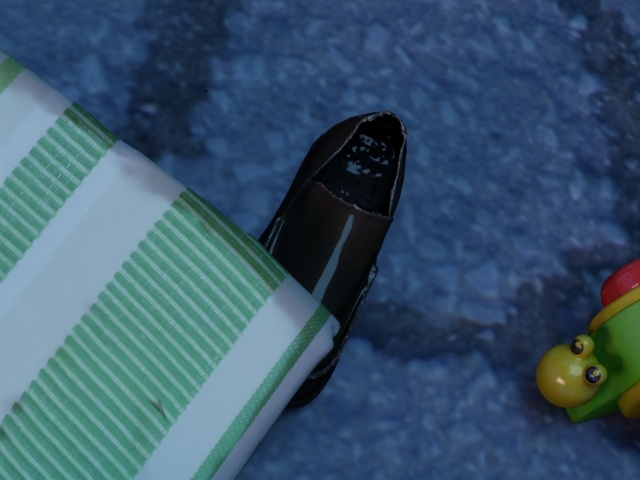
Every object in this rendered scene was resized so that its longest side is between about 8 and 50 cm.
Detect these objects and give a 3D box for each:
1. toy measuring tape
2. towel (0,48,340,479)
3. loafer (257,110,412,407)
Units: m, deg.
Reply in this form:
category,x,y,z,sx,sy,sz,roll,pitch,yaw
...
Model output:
category,x,y,z,sx,sy,sz,roll,pitch,yaw
toy measuring tape,0.287,0.051,1.109,0.330,0.121,0.121,-12,68,-26
towel,-0.178,0.041,0.953,0.325,0.038,0.248,36,72,2
loafer,0.000,0.000,1.048,0.080,0.078,0.220,23,57,-8
